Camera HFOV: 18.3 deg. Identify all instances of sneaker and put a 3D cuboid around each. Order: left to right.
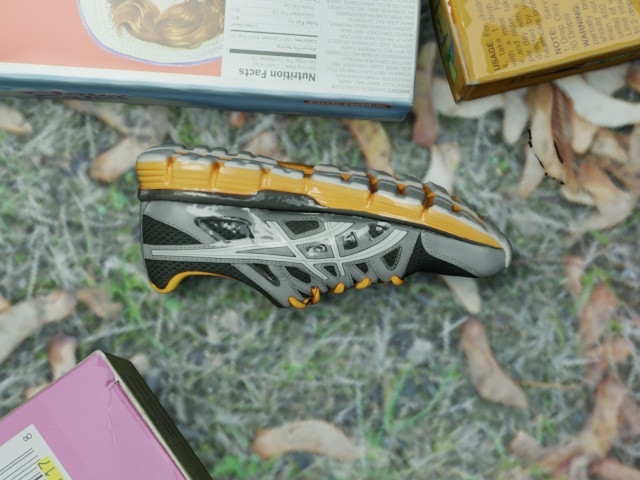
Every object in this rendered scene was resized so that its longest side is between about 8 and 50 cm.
[{"bbox_3d":[0.000,0.000,1.110,0.214,0.084,0.083,9,98,2],"label":"sneaker"}]

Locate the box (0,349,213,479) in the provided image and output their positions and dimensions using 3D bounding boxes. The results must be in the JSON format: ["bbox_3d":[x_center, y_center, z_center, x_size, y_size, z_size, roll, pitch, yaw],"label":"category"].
[{"bbox_3d":[-0.090,0.176,1.003,0.117,0.243,0.214,-35,88,-4],"label":"box"}]

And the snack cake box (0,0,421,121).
[{"bbox_3d":[-0.076,-0.152,1.110,0.264,0.089,0.152,4,87,-1],"label":"snack cake box"}]

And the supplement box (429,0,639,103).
[{"bbox_3d":[0.181,-0.144,1.123,0.233,0.078,0.080,-17,86,-4],"label":"supplement box"}]
